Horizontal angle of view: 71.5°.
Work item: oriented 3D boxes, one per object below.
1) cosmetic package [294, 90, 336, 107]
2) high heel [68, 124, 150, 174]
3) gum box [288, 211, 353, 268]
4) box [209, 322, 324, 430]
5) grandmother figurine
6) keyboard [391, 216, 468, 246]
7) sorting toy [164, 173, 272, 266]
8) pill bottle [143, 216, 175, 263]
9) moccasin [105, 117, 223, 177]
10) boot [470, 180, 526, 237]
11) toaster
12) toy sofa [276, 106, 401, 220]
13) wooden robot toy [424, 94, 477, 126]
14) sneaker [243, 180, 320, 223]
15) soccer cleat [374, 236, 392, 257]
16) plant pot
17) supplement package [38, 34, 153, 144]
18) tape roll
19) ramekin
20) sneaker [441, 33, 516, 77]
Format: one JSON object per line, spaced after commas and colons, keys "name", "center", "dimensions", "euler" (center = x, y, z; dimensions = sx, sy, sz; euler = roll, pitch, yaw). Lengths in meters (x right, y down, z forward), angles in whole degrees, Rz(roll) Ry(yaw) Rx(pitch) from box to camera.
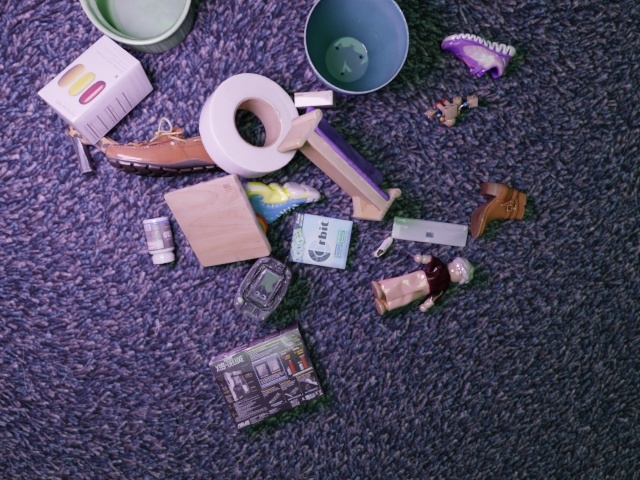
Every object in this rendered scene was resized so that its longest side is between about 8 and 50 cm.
{"name": "cosmetic package", "center": [-0.015, -0.416, 1.318], "dimensions": [0.114, 0.060, 0.041], "euler": [1, 99, 12]}
{"name": "high heel", "center": [-0.612, -0.318, 1.327], "dimensions": [0.260, 0.093, 0.187], "euler": [-17, 87, -7]}
{"name": "gum box", "center": [0.000, 0.000, 1.431], "dimensions": [0.184, 0.041, 0.157], "euler": [8, 95, -7]}
{"name": "box", "center": [-0.171, 0.439, 1.441], "dimensions": [0.307, 0.076, 0.243], "euler": [-22, 97, -3]}
{"name": "grandmother figurine", "center": [0.341, 0.131, 1.453], "dimensions": [0.341, 0.104, 0.208], "euler": [-16, 124, -6]}
{"name": "keyboard", "center": [0.365, -0.028, 1.478], "dimensions": [0.255, 0.014, 0.072], "euler": [7, 100, -6]}
{"name": "sorting toy", "center": [-0.290, -0.066, 1.328], "dimensions": [0.256, 0.089, 0.256], "euler": [-10, 117, 26]}
{"name": "pill bottle", "center": [-0.493, 0.000, 1.368], "dimensions": [0.078, 0.078, 0.137], "euler": [-10, 97, -4]}
{"name": "moccasin", "center": [-0.415, -0.268, 1.286], "dimensions": [0.379, 0.139, 0.147], "euler": [-9, 88, -20]}
{"name": "boot", "center": [0.589, -0.087, 1.463], "dimensions": [0.152, 0.073, 0.197], "euler": [15, 97, -11]}
{"name": "toaster", "center": [-0.169, 0.129, 1.375], "dimensions": [0.129, 0.146, 0.227], "euler": [30, 93, -8]}
{"name": "toy sofa", "center": [0.070, -0.229, 1.300], "dimensions": [0.362, 0.150, 0.177], "euler": [39, 77, -25]}
{"name": "wooden robot toy", "center": [0.418, -0.407, 1.431], "dimensions": [0.173, 0.076, 0.079], "euler": [-22, 132, -3]}
{"name": "sneaker", "center": [-0.123, -0.116, 1.399], "dimensions": [0.239, 0.091, 0.126], "euler": [5, 113, -6]}
{"name": "soccer cleat", "center": [0.208, 0.023, 1.455], "dimensions": [0.029, 0.035, 0.083], "euler": [44, 91, -7]}
{"name": "plant pot", "center": [0.092, -0.560, 1.308], "dimensions": [0.289, 0.195, 0.291], "euler": [-1, 96, -5]}
{"name": "supplement package", "center": [-0.621, -0.419, 1.248], "dimensions": [0.139, 0.134, 0.244], "euler": [38, 76, 6]}
{"name": "tape roll", "center": [-0.200, -0.329, 1.294], "dimensions": [0.285, 0.100, 0.287], "euler": [4, 83, -32]}
{"name": "ramekin", "center": [-0.505, -0.691, 1.265], "dimensions": [0.302, 0.148, 0.304], "euler": [-1, 96, -5]}
{"name": "sneaker", "center": [0.491, -0.575, 1.399], "dimensions": [0.236, 0.095, 0.105], "euler": [12, 102, -7]}
